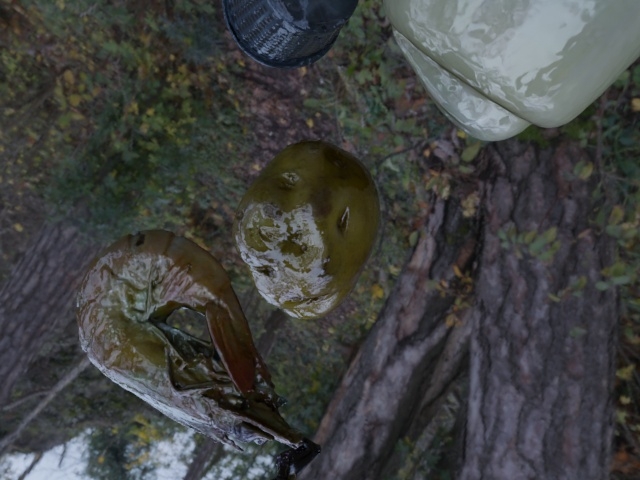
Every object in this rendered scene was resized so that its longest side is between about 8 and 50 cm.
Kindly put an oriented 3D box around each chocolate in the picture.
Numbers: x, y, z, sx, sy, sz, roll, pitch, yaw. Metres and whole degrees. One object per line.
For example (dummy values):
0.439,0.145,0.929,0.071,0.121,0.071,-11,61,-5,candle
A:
-0.049,0.384,0.941,0.072,0.070,0.147,2,-166,18,chocolate
0.217,-0.291,0.673,0.314,0.297,0.326,8,-134,-48,chocolate

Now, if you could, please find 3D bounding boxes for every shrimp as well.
-0.113,0.087,0.500,0.267,0.145,0.061,34,-179,29,shrimp

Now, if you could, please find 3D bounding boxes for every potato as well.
0.000,0.000,0.758,0.176,0.196,0.369,-21,167,3,potato

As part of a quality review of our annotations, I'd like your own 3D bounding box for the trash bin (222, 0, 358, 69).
-0.031,-0.315,0.742,0.175,0.175,0.161,30,-179,-19,trash bin
